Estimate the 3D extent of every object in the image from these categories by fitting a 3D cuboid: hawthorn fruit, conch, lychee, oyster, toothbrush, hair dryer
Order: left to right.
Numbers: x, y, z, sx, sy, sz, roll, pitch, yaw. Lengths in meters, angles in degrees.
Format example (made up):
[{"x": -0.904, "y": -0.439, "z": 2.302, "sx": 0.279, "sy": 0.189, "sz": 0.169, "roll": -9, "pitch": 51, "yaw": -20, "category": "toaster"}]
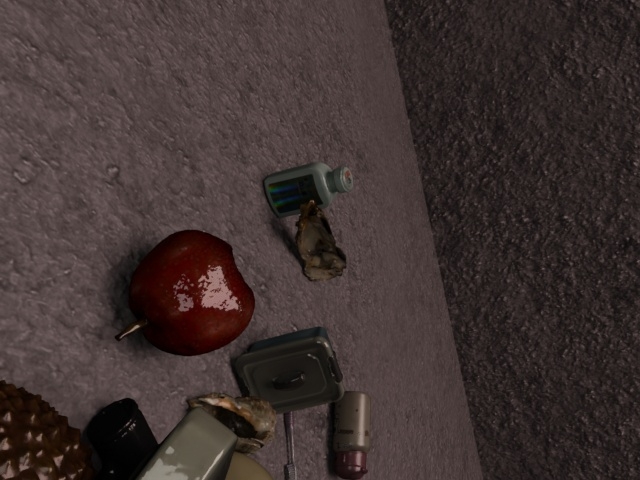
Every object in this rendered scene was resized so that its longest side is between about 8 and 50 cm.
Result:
[{"x": -0.387, "y": 0.277, "z": 0.648, "sx": 0.267, "sy": 0.268, "sz": 0.267, "roll": 36, "pitch": 49, "yaw": -55, "category": "lychee"}, {"x": -0.338, "y": 0.401, "z": 0.896, "sx": 0.251, "sy": 0.089, "sz": 0.197, "roll": -46, "pitch": 124, "yaw": -49, "category": "hair dryer"}, {"x": -0.248, "y": 0.106, "z": 1.046, "sx": 0.266, "sy": 0.210, "sz": 0.230, "roll": -29, "pitch": 110, "yaw": -51, "category": "hawthorn fruit"}, {"x": -0.167, "y": 0.363, "z": 1.177, "sx": 0.207, "sy": 0.155, "sz": 0.130, "roll": 40, "pitch": 66, "yaw": -27, "category": "conch"}, {"x": -0.082, "y": 0.429, "z": 1.458, "sx": 0.029, "sy": 0.024, "sz": 0.353, "roll": 15, "pitch": 67, "yaw": -53, "category": "toothbrush"}, {"x": -0.003, "y": 0.000, "z": 1.614, "sx": 0.345, "sy": 0.129, "sz": 0.078, "roll": 74, "pitch": 14, "yaw": -49, "category": "oyster"}]

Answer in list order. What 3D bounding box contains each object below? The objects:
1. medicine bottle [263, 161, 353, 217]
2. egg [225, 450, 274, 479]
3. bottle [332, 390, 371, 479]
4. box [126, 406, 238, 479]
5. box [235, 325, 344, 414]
[{"x": -0.028, "y": -0.140, "z": 1.557, "sx": 0.121, "sy": 0.229, "sz": 0.083, "roll": 69, "pitch": 26, "yaw": -20, "category": "medicine bottle"}, {"x": -0.155, "y": 0.514, "z": 1.084, "sx": 0.186, "sy": 0.186, "sz": 0.241, "roll": -18, "pitch": 87, "yaw": -64, "category": "egg"}, {"x": 0.088, "y": 0.554, "z": 1.662, "sx": 0.110, "sy": 0.110, "sz": 0.233, "roll": 44, "pitch": 43, "yaw": -50, "category": "bottle"}, {"x": -0.248, "y": 0.411, "z": 0.733, "sx": 0.367, "sy": 0.090, "sz": 0.373, "roll": -52, "pitch": 171, "yaw": -33, "category": "box"}, {"x": -0.064, "y": 0.294, "z": 1.330, "sx": 0.130, "sy": 0.227, "sz": 0.162, "roll": -68, "pitch": 141, "yaw": -72, "category": "box"}]
